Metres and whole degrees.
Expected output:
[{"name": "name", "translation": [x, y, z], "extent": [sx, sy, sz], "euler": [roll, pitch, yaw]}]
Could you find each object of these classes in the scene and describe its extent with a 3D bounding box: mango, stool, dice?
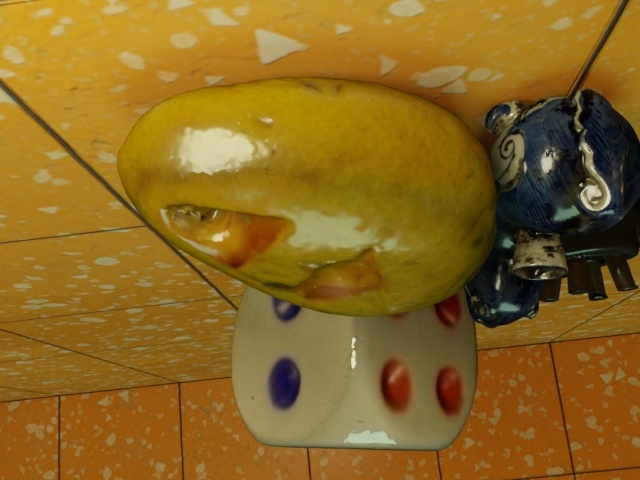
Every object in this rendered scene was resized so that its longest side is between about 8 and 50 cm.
[{"name": "mango", "translation": [0.001, -0.043, 0.654], "extent": [0.365, 0.182, 0.253], "euler": [15, 147, -24]}, {"name": "stool", "translation": [0.406, 0.011, 1.042], "extent": [0.228, 0.139, 0.153], "euler": [-13, 164, 31]}, {"name": "dice", "translation": [0.049, 0.176, 1.137], "extent": [0.277, 0.304, 0.304], "euler": [15, 159, -36]}]

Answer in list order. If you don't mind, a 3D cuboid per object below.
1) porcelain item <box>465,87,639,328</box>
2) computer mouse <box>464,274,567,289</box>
[{"name": "porcelain item", "translation": [0.217, -0.025, 0.752], "extent": [0.138, 0.186, 0.288], "euler": [5, 158, -17]}, {"name": "computer mouse", "translation": [0.347, 0.041, 1.239], "extent": [0.217, 0.073, 0.122], "euler": [-17, 155, 8]}]
